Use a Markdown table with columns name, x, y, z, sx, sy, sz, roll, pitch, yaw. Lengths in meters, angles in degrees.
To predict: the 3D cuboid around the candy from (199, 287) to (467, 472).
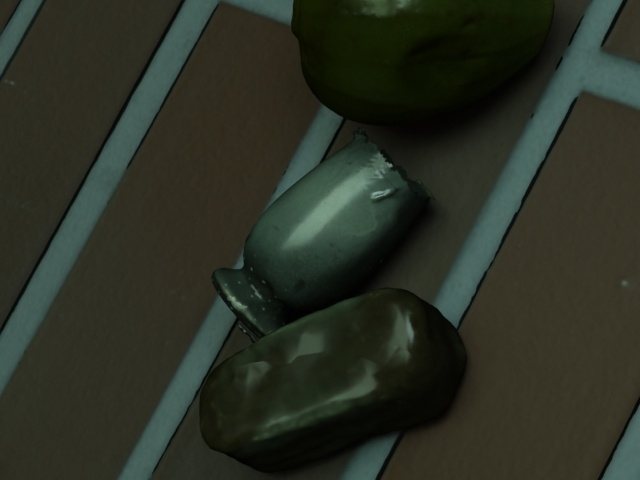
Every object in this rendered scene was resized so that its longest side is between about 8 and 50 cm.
| name | x | y | z | sx | sy | sz | roll | pitch | yaw |
| --- | --- | --- | --- | --- | --- | --- | --- | --- | --- |
| candy | 0.007 | 0.126 | 1.540 | 0.234 | 0.104 | 0.102 | -21 | 59 | 22 |

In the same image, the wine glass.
| name | x | y | z | sx | sy | sz | roll | pitch | yaw |
| --- | --- | --- | --- | --- | --- | --- | --- | --- | --- |
| wine glass | 0.000 | 0.000 | 1.596 | 0.204 | 0.111 | 0.111 | -46 | 54 | 9 |

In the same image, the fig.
| name | x | y | z | sx | sy | sz | roll | pitch | yaw |
| --- | --- | --- | --- | --- | --- | --- | --- | --- | --- |
| fig | 0.085 | -0.208 | 1.582 | 0.230 | 0.207 | 0.207 | -3 | 67 | 30 |
